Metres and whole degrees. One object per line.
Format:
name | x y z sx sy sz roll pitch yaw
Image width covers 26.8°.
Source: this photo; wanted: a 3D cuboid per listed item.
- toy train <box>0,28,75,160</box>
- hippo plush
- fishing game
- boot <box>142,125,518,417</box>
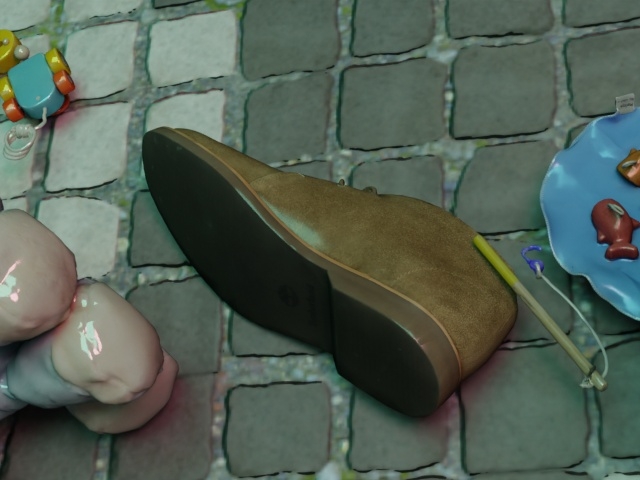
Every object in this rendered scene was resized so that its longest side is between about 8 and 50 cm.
toy train | -0.270 -0.111 1.093 0.166 0.046 0.125 18 70 28
hippo plush | -0.267 0.086 0.870 0.294 0.234 0.236 32 75 28
fishing game | 0.236 -0.026 0.868 0.264 0.041 0.189 -25 56 -10
boot | 0.000 0.000 0.931 0.305 0.112 0.115 34 53 28
